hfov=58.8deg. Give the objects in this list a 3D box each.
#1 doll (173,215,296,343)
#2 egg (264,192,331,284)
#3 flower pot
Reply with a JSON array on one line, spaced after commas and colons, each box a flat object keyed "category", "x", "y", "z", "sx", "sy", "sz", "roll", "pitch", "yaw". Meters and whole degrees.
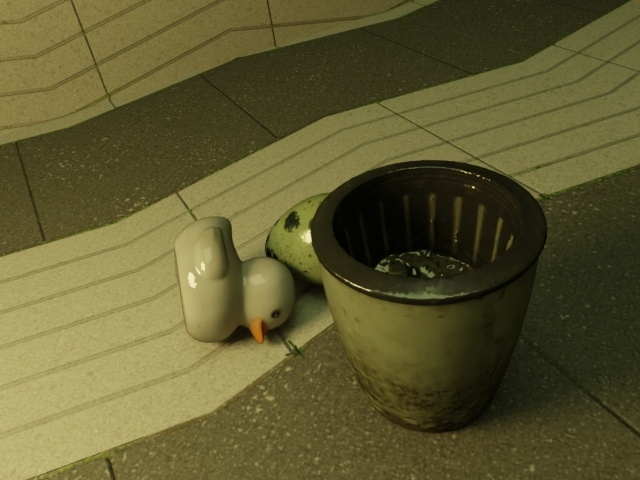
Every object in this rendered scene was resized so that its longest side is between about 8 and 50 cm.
[{"category": "doll", "x": -0.153, "y": 0.071, "z": 1.027, "sx": 0.220, "sy": 0.221, "sz": 0.251, "roll": -15, "pitch": 65, "yaw": -8}, {"category": "egg", "x": 0.000, "y": 0.000, "z": 1.091, "sx": 0.228, "sy": 0.177, "sz": 0.177, "roll": -10, "pitch": 37, "yaw": 17}, {"category": "flower pot", "x": 0.156, "y": 0.094, "z": 0.815, "sx": 0.293, "sy": 0.330, "sz": 0.294, "roll": -7, "pitch": 37, "yaw": 6}]
